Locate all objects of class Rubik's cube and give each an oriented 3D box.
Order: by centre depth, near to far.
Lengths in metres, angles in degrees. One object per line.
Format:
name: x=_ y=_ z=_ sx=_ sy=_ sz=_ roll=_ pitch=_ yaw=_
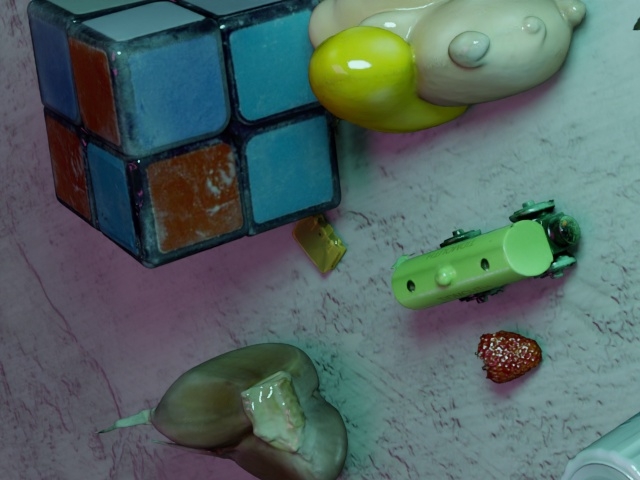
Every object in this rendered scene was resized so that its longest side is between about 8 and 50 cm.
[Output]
Rubik's cube: x=-0.185 y=-0.185 z=2.172 sx=0.313 sy=0.316 sz=0.318 roll=31 pitch=133 yaw=53

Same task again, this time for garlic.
garlic: x=-0.111 y=0.287 z=2.370 sx=0.340 sy=0.246 sz=0.231 roll=-15 pitch=103 yaw=34

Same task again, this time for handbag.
handbag: x=0.000 y=0.000 z=2.304 sx=0.083 sy=0.027 sz=0.061 roll=52 pitch=135 yaw=20

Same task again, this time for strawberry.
strawberry: x=0.245 y=0.148 z=2.057 sx=0.083 sy=0.073 sz=0.073 roll=-13 pitch=93 yaw=14

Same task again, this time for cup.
cup: x=0.398 y=0.258 z=1.807 sx=0.167 sy=0.202 sz=0.221 roll=48 pitch=135 yaw=23

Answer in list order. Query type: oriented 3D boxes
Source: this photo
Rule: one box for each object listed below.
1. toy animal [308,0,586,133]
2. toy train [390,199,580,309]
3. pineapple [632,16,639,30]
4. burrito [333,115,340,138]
toy animal: x=0.114 y=-0.276 z=1.915 sx=0.345 sy=0.278 sz=0.246 roll=-19 pitch=75 yaw=53
toy train: x=0.199 y=0.027 z=1.986 sx=0.253 sy=0.157 sz=0.105 roll=-20 pitch=88 yaw=50
pineapple: x=0.363 y=-0.353 z=1.707 sx=0.130 sy=0.119 sz=0.277 roll=-15 pitch=93 yaw=31
burrito: x=-0.024 y=-0.224 z=2.238 sx=0.041 sy=0.045 sz=0.185 roll=-42 pitch=68 yaw=57
